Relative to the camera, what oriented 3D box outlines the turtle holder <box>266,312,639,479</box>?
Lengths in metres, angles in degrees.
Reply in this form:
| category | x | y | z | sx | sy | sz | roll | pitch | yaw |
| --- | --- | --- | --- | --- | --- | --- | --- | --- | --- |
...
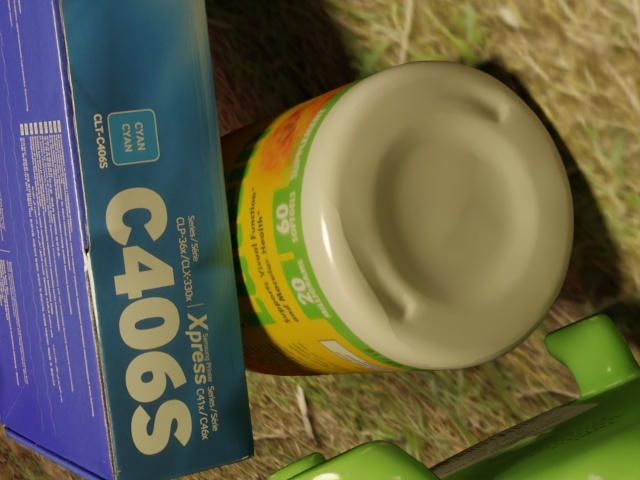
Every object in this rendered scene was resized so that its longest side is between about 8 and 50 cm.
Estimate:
| category | x | y | z | sx | sy | sz | roll | pitch | yaw |
| --- | --- | --- | --- | --- | --- | --- | --- | --- | --- |
| turtle holder | 0.132 | 0.145 | 0.507 | 0.320 | 0.243 | 0.227 | -33 | 80 | 53 |

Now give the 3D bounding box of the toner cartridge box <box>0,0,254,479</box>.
| category | x | y | z | sx | sy | sz | roll | pitch | yaw |
| --- | --- | --- | --- | --- | --- | --- | --- | --- | --- |
| toner cartridge box | -0.117 | -0.068 | 0.645 | 0.165 | 0.075 | 0.347 | 5 | 103 | 58 |

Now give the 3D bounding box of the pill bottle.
| category | x | y | z | sx | sy | sz | roll | pitch | yaw |
| --- | --- | --- | --- | --- | --- | --- | --- | --- | --- |
| pill bottle | 0.000 | 0.000 | 0.676 | 0.136 | 0.136 | 0.246 | 54 | 153 | -13 |
